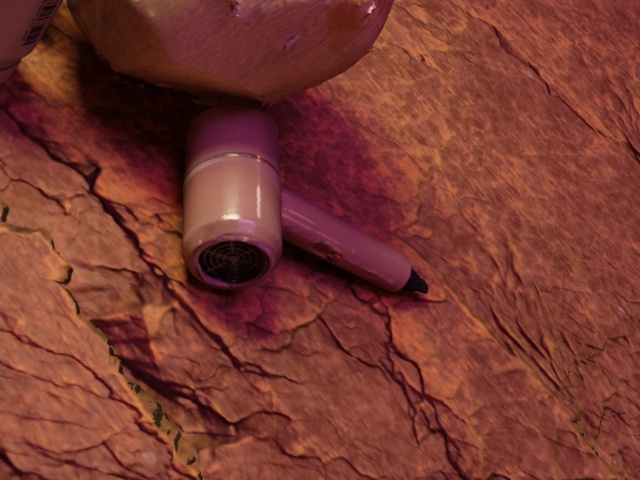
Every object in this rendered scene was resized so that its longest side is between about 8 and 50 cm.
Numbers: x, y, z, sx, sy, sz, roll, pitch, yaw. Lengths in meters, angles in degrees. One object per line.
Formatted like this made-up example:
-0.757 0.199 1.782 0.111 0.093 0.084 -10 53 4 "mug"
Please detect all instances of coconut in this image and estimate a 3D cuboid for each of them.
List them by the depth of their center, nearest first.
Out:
-0.078 -0.316 1.337 0.346 0.360 0.346 48 23 -27 "coconut"

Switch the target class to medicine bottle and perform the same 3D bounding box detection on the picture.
-0.313 -0.246 1.241 0.103 0.187 0.103 23 43 -23 "medicine bottle"

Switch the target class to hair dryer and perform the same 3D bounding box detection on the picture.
0.000 0.000 1.375 0.344 0.107 0.189 26 41 -31 "hair dryer"
